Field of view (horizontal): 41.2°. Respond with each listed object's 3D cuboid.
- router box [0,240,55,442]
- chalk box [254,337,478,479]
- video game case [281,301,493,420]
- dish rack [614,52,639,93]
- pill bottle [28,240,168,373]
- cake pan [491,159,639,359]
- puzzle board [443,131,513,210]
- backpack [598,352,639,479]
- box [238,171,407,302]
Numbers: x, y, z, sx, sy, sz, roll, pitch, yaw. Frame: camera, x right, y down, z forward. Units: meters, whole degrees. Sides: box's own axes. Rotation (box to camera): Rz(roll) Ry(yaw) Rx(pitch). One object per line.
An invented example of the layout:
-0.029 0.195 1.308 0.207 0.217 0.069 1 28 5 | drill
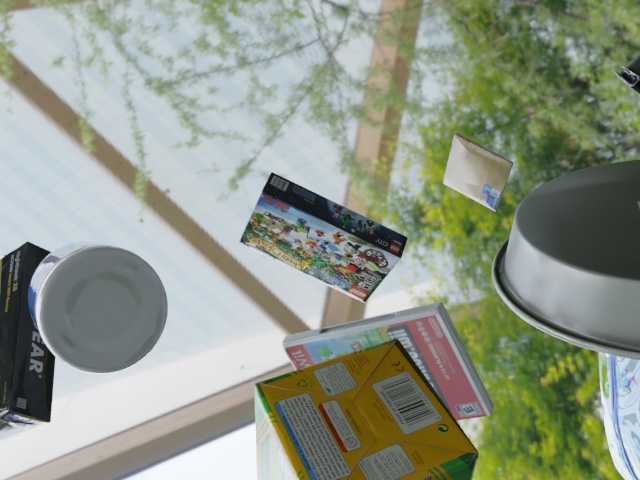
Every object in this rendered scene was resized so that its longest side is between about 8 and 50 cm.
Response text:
-0.552 0.187 1.432 0.081 0.242 0.309 33 -140 -46 | router box
0.027 0.211 0.693 0.132 0.213 0.132 -15 -138 -20 | chalk box
0.100 0.209 1.327 0.204 0.285 0.025 61 -146 -20 | video game case
0.491 -0.125 0.985 0.208 0.074 0.272 15 -151 -42 | dish rack
-0.242 0.062 0.895 0.124 0.221 0.124 -1 -87 -22 | pill bottle
0.286 0.000 0.688 0.293 0.293 0.054 -36 -54 -47 | cake pan
0.238 -0.104 1.291 0.096 0.128 0.011 30 -116 16 | puzzle board
0.472 0.180 1.017 0.290 0.273 0.356 -7 -60 -17 | backpack
0.000 0.000 1.337 0.233 0.159 0.044 25 -125 -4 | box
